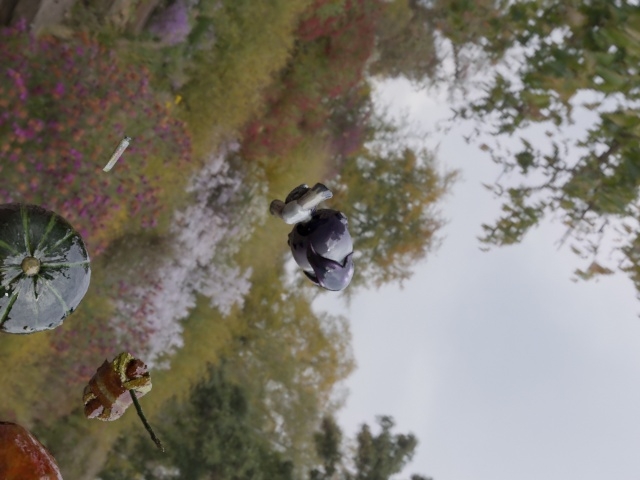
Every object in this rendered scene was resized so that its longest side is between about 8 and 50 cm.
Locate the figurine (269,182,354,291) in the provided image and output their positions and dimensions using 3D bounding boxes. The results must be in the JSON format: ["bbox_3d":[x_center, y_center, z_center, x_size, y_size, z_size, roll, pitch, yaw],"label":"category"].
[{"bbox_3d":[0.000,0.000,1.724,0.145,0.222,0.145,-29,-160,12],"label":"figurine"}]

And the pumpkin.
[{"bbox_3d":[-0.717,0.069,2.026,0.323,0.323,0.241,-60,-164,-13],"label":"pumpkin"}]

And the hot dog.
[{"bbox_3d":[-0.554,0.402,2.274,0.213,0.146,0.103,-48,-170,0],"label":"hot dog"}]

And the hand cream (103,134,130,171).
[{"bbox_3d":[-0.503,-0.213,2.080,0.102,0.022,0.035,-57,178,-2],"label":"hand cream"}]

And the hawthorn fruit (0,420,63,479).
[{"bbox_3d":[-0.459,0.365,1.201,0.211,0.210,0.262,-60,174,-10],"label":"hawthorn fruit"}]

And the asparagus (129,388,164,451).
[{"bbox_3d":[-0.343,0.351,1.647,0.016,0.016,0.163,-29,-131,-14],"label":"asparagus"}]
